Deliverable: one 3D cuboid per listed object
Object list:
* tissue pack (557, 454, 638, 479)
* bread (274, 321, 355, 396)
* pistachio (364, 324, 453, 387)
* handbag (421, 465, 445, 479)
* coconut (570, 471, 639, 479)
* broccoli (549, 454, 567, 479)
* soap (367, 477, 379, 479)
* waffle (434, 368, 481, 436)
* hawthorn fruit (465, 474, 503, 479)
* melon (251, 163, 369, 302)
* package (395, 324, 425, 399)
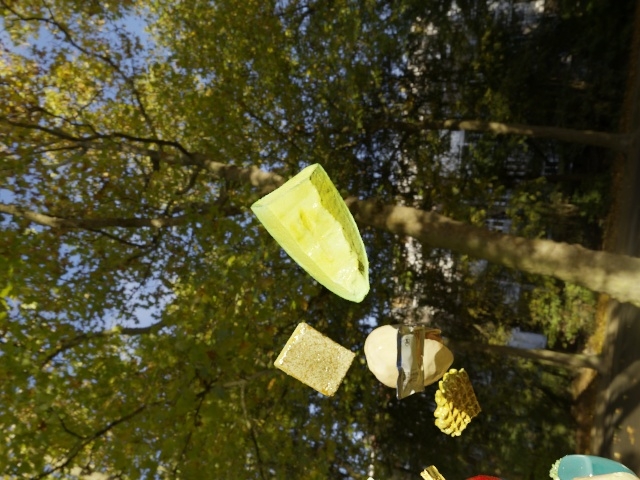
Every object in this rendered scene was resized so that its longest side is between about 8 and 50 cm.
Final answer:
[{"bbox_3d":[0.817,0.786,1.335,0.198,0.206,0.287,106,-178,-60],"label":"tissue pack"},{"bbox_3d":[-0.019,0.426,1.651,0.184,0.234,0.110,-58,0,-14],"label":"bread"},{"bbox_3d":[0.256,0.326,1.338,0.300,0.188,0.187,4,-88,-35],"label":"pistachio"},{"bbox_3d":[0.368,0.777,1.516,0.027,0.061,0.083,-50,-33,11],"label":"handbag"},{"bbox_3d":[0.623,0.602,0.942,0.259,0.260,0.258,-22,-65,-60],"label":"coconut"},{"bbox_3d":[0.934,0.900,1.664,0.375,0.302,0.248,-56,-30,-84],"label":"broccoli"},{"bbox_3d":[0.226,0.955,1.642,0.063,0.198,0.114,36,-99,-37],"label":"soap"},{"bbox_3d":[0.512,0.633,1.797,0.219,0.057,0.229,-32,-77,-33],"label":"waffle"},{"bbox_3d":[0.395,0.646,1.096,0.194,0.157,0.156,26,-107,-61],"label":"hawthorn fruit"},{"bbox_3d":[0.000,0.000,1.079,0.323,0.196,0.124,56,-170,-3],"label":"melon"},{"bbox_3d":[0.226,0.297,1.149,0.173,0.027,0.170,12,-102,-57],"label":"package"}]
